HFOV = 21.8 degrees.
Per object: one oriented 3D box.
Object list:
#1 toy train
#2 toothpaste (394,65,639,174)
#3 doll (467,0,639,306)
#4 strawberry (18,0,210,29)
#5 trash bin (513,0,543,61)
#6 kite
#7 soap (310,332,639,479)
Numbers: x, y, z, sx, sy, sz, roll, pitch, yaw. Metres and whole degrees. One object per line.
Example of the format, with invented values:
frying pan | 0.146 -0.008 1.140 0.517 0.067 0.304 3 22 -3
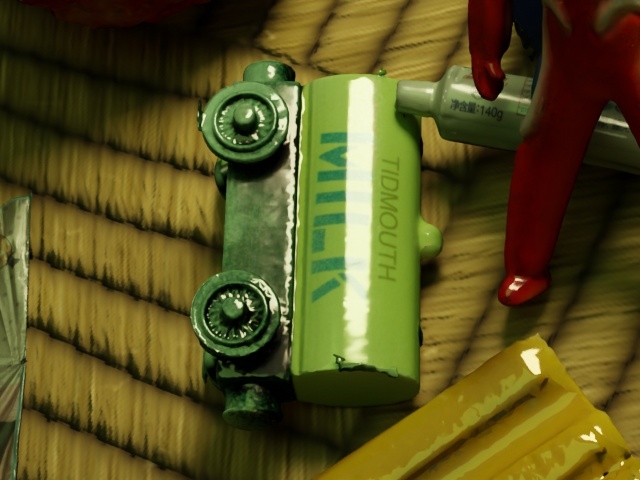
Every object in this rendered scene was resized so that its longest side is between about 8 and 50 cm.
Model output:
toy train | 0.000 0.000 1.064 0.157 0.105 0.253 0 64 5
toothpaste | 0.178 -0.072 1.041 0.268 0.047 0.069 10 36 11
doll | 0.163 -0.134 0.931 0.188 0.099 0.384 7 112 33
strawberry | -0.179 -0.277 1.166 0.310 0.292 0.291 -25 55 38
trash bin | 0.237 -0.197 1.036 0.234 0.162 0.184 3 67 28
kite | -0.311 0.095 1.175 0.335 0.011 0.314 -46 59 -6
soap | 0.056 0.221 0.928 0.324 0.096 0.204 -35 59 1
